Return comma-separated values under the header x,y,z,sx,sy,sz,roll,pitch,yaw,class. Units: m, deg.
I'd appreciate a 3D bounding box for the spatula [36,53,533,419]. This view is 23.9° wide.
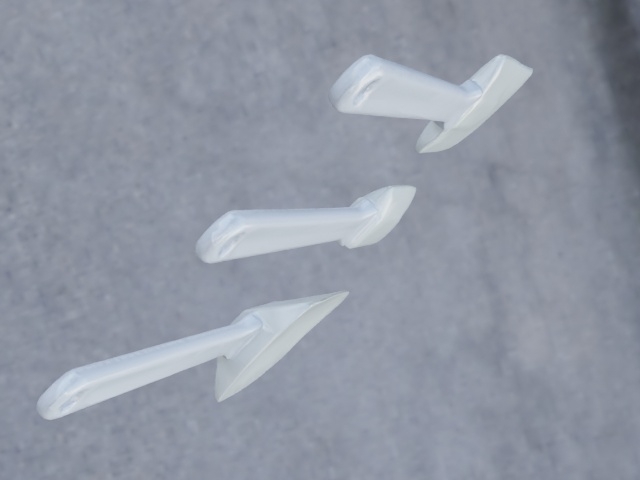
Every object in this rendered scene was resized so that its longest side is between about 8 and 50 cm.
x,y,z,sx,sy,sz,roll,pitch,yaw,class
0.000,0.000,0.508,0.019,0.168,0.242,47,14,8,spatula
